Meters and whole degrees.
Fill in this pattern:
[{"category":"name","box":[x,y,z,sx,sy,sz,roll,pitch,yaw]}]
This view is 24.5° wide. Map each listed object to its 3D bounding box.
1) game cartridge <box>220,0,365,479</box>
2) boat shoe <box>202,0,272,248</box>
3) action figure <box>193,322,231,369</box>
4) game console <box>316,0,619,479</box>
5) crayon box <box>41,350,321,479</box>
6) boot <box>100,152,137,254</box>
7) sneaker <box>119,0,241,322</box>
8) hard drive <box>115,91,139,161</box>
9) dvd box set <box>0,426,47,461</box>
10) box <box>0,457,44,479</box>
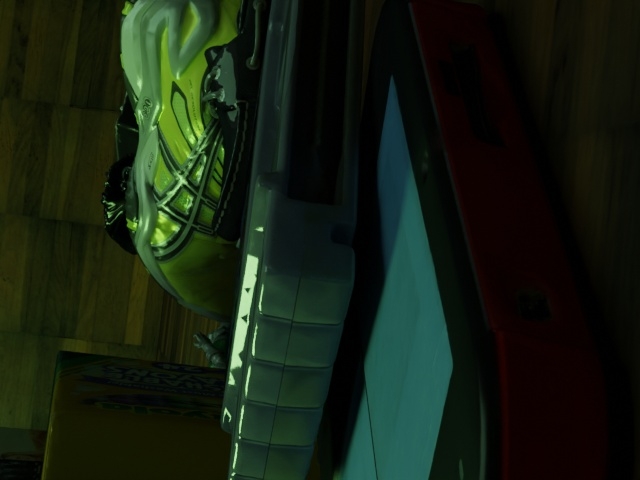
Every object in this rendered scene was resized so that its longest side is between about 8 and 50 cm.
[{"category":"game cartridge","box":[-0.016,-0.039,0.904,0.230,0.068,0.355,108,169,-47]},{"category":"boat shoe","box":[-0.051,-0.141,1.210,0.114,0.091,0.302,131,155,-70]},{"category":"action figure","box":[-0.099,0.136,1.526,0.232,0.064,0.137,-96,5,-65]},{"category":"game console","box":[0.041,0.094,0.723,0.386,0.060,0.342,-95,15,-54]},{"category":"crayon box","box":[-0.104,0.156,1.110,0.323,0.203,0.083,-148,65,-79]},{"category":"boot","box":[-0.153,-0.058,1.596,0.207,0.094,0.246,-41,-8,-29]},{"category":"sneaker","box":[-0.094,-0.068,1.396,0.147,0.145,0.384,25,137,35]},{"category":"hard drive","box":[-0.153,-0.216,1.766,0.237,0.064,0.339,101,-170,-67]},{"category":"dvd box set","box":[-0.318,0.297,1.638,0.307,0.421,0.062,-110,28,-72]},{"category":"box","box":[-0.206,0.263,1.298,0.395,0.318,0.097,179,97,-80]}]
